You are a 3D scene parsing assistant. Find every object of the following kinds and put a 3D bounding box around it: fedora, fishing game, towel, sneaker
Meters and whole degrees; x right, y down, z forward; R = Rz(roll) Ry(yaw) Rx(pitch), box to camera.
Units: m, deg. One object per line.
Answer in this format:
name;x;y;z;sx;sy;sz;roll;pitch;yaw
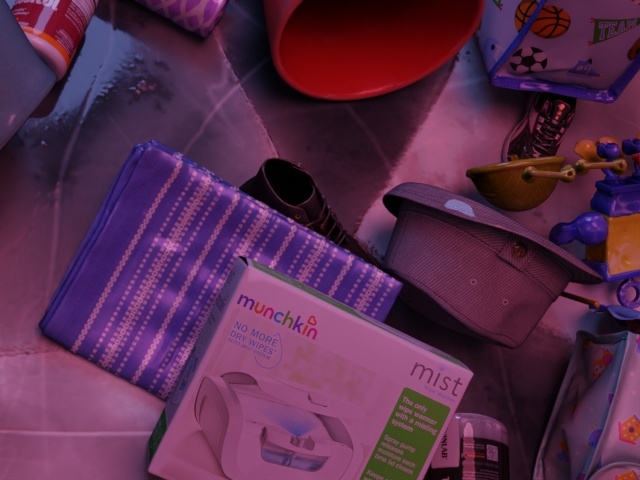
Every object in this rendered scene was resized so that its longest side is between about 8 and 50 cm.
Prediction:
fedora;0.177;0.043;1.380;0.275;0.243;0.124;30;81;-30
fishing game;0.416;0.118;1.468;0.264;0.189;0.041;20;91;-19
towel;-0.105;0.070;1.297;0.336;0.040;0.243;29;86;-8
sneaker;0.296;-0.153;1.580;0.072;0.077;0.178;23;63;-10
sneaker;0.000;0.000;1.374;0.222;0.118;0.083;34;60;-5

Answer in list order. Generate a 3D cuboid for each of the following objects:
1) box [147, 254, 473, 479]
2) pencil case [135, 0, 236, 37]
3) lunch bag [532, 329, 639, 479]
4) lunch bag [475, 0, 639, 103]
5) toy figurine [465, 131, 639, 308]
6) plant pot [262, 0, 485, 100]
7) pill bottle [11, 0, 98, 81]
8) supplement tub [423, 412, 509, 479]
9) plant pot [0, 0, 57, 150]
box;-0.014;0.175;1.245;0.262;0.127;0.231;27;91;-9
pencil case;-0.202;-0.329;1.457;0.206;0.086;0.088;32;37;-8
lunch bag;0.381;0.259;1.398;0.223;0.160;0.262;23;77;-16
lunch bag;0.348;-0.420;1.498;0.238;0.385;0.328;3;50;-21
toy figurine;0.374;-0.011;1.494;0.362;0.191;0.217;-10;103;-21
plant pot;0.039;-0.349;1.468;0.275;0.275;0.243;-5;60;-23
pill bottle;-0.309;-0.263;1.381;0.086;0.086;0.152;23;61;-11
supplement tub;0.151;0.294;1.312;0.117;0.117;0.190;10;64;-18
plant pot;-0.421;-0.183;1.215;0.255;0.271;0.272;43;59;-17
